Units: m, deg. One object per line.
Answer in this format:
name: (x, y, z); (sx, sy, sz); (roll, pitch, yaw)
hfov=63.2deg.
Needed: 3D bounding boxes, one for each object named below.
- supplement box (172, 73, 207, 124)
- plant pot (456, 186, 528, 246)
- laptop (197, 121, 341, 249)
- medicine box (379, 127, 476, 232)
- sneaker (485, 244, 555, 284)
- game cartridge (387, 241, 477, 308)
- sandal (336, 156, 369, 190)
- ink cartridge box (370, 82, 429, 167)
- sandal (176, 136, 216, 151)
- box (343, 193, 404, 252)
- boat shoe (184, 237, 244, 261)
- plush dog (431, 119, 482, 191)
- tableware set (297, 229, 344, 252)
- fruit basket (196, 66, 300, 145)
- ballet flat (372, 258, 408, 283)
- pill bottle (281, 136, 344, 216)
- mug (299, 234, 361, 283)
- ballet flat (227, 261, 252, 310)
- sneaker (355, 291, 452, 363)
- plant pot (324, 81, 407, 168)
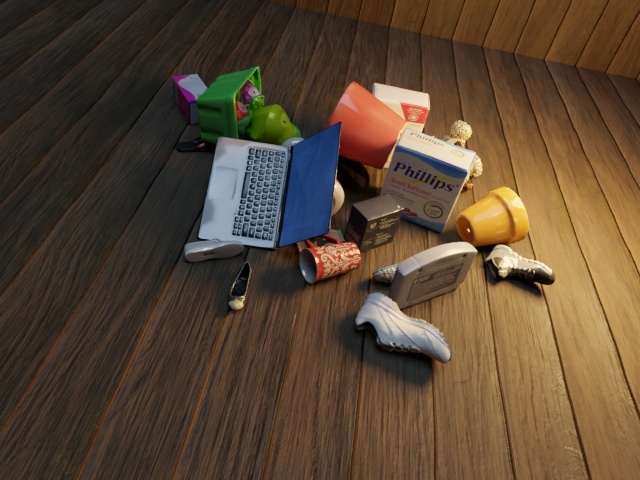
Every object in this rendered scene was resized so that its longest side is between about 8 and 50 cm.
supplement box: (-0.534, -0.597, 2.192); (0.111, 0.113, 0.220); (-16, 51, -26)
plant pot: (0.598, -0.066, 1.857); (0.188, 0.205, 0.205); (-20, 50, -9)
laptop: (-0.167, -0.189, 1.660); (0.408, 0.236, 0.381); (8, 70, -4)
medicine box: (0.374, -0.215, 1.873); (0.264, 0.289, 0.149); (22, 44, 10)
sneaker: (0.662, 0.111, 1.763); (0.229, 0.086, 0.132); (31, 50, 33)
game cartridge: (0.342, 0.104, 1.604); (0.294, 0.196, 0.060); (-15, 50, -27)
sandal: (0.081, -0.305, 2.033); (0.303, 0.120, 0.086); (39, 35, 26)
ink cartridge box: (0.284, -0.447, 2.082); (0.226, 0.306, 0.131); (9, 43, -3)
sandal: (-0.470, -0.377, 2.029); (0.179, 0.040, 0.067); (-9, 47, -21)
box: (0.178, -0.058, 1.761); (0.156, 0.158, 0.093); (-18, 51, -29)
boat shoe: (-0.336, 0.022, 1.636); (0.184, 0.066, 0.063); (-14, 49, -12)
plush dog: (0.539, -0.318, 2.100); (0.211, 0.262, 0.225); (-19, 31, 15)
tableware set: (0.000, 0.000, 1.761); (0.169, 0.020, 0.141); (8, 43, -4)
fruit basket: (-0.259, -0.498, 2.054); (0.392, 0.282, 0.392); (1, 36, 0)
ballet flat: (0.282, 0.099, 1.683); (0.241, 0.091, 0.077); (-18, 76, -24)
pill bottle: (-0.048, -0.229, 1.870); (0.182, 0.181, 0.323); (-7, 47, -20)
mug: (0.032, 0.046, 1.638); (0.169, 0.150, 0.113); (-11, 9, -28)
ballet flat: (-0.240, 0.135, 1.543); (0.058, 0.049, 0.173); (8, 43, -3)
sneaker: (0.232, 0.273, 1.490); (0.297, 0.111, 0.129); (29, 61, 22)
plant pot: (0.162, -0.396, 1.883); (0.243, 0.275, 0.275); (29, 45, 3)
